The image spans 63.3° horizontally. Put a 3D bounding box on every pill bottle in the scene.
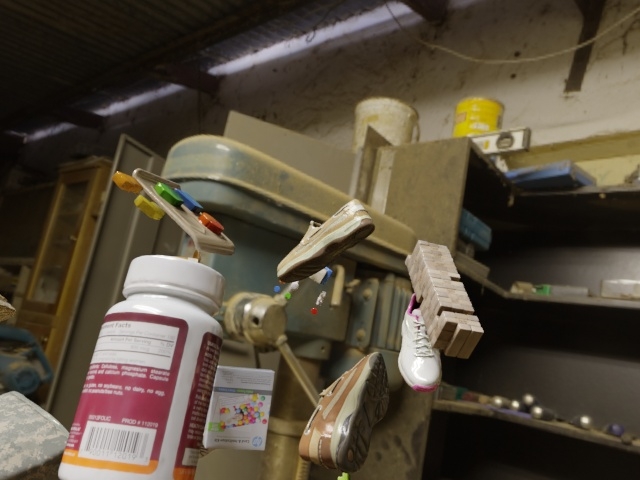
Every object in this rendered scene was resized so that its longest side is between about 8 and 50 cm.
[{"bbox_3d":[-0.305,0.241,0.951,0.223,0.392,0.224,7,-24,3],"label":"pill bottle"}]

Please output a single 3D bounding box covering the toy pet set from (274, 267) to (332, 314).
[{"bbox_3d":[-0.033,0.105,1.307,0.122,0.114,0.065,32,4,3],"label":"toy pet set"}]

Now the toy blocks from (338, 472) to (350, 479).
[{"bbox_3d":[-0.066,0.734,1.186,0.260,0.382,0.191,-5,-30,12],"label":"toy blocks"}]

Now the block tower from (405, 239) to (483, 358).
[{"bbox_3d":[0.298,0.130,1.295,0.090,0.097,0.335,11,33,-13],"label":"block tower"}]

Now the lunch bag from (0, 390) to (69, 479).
[{"bbox_3d":[-0.726,0.462,1.137,0.287,0.169,0.235,30,17,26],"label":"lunch bag"}]

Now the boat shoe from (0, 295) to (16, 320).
[{"bbox_3d":[-0.800,0.159,1.280,0.063,0.059,0.170,-28,-8,-26],"label":"boat shoe"}]

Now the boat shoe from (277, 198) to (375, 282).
[{"bbox_3d":[0.000,0.000,0.873,0.190,0.072,0.068,-33,-24,14],"label":"boat shoe"}]

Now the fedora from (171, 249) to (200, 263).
[{"bbox_3d":[-0.370,0.104,1.348,0.079,0.195,0.194,16,-13,-17],"label":"fedora"}]

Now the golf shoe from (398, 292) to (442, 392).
[{"bbox_3d":[0.268,0.266,1.404,0.115,0.306,0.140,0,-57,4],"label":"golf shoe"}]

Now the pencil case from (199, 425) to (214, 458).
[{"bbox_3d":[-0.421,0.582,1.465,0.410,0.160,0.183,-33,11,13],"label":"pencil case"}]

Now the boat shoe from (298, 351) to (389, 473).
[{"bbox_3d":[0.050,0.318,1.019,0.119,0.123,0.324,-8,11,23],"label":"boat shoe"}]

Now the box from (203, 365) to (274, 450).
[{"bbox_3d":[-0.195,0.402,1.248,0.145,0.186,0.038,11,-8,-19],"label":"box"}]

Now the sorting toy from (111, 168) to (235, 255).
[{"bbox_3d":[-0.306,-0.068,1.127,0.229,0.041,0.307,47,5,11],"label":"sorting toy"}]
